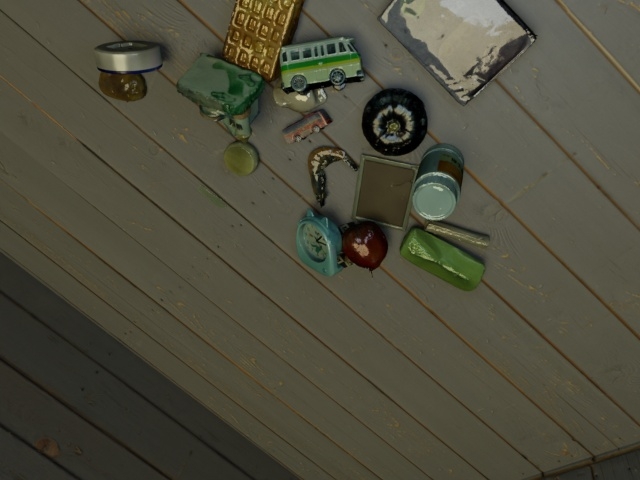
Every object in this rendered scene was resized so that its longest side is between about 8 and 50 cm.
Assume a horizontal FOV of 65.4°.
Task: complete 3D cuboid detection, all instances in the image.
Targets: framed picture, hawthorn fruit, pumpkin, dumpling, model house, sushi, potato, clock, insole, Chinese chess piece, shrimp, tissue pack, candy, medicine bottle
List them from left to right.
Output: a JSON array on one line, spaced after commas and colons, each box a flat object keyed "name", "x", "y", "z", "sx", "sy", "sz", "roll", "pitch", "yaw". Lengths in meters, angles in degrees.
[{"name": "potato", "x": -0.803, "y": -0.619, "z": 1.993, "sx": 0.200, "sy": 0.081, "sz": 0.164, "roll": 11, "pitch": 126, "yaw": 15}, {"name": "clock", "x": -0.703, "y": -0.674, "z": 1.827, "sx": 0.230, "sy": 0.230, "sz": 0.083, "roll": 9, "pitch": 121, "yaw": 14}, {"name": "insole", "x": -0.482, "y": -0.191, "z": 2.209, "sx": 0.152, "sy": 0.002, "sz": 0.053, "roll": 41, "pitch": 126, "yaw": -10}, {"name": "model house", "x": -0.349, "y": -0.471, "z": 1.839, "sx": 0.267, "sy": 0.194, "sz": 0.325, "roll": 24, "pitch": 154, "yaw": 10}, {"name": "Chinese chess piece", "x": -0.321, "y": -0.334, "z": 2.026, "sx": 0.144, "sy": 0.058, "sz": 0.144, "roll": 9, "pitch": 126, "yaw": 13}, {"name": "dumpling", "x": -0.076, "y": -0.537, "z": 1.792, "sx": 0.176, "sy": 0.092, "sz": 0.150, "roll": 4, "pitch": 109, "yaw": 21}, {"name": "clock", "x": 0.000, "y": 0.000, "z": 2.067, "sx": 0.223, "sy": 0.094, "sz": 0.274, "roll": 30, "pitch": 132, "yaw": 37}, {"name": "shrimp", "x": 0.051, "y": -0.242, "z": 1.961, "sx": 0.198, "sy": 0.051, "sz": 0.262, "roll": 4, "pitch": 120, "yaw": 16}, {"name": "sushi", "x": 0.103, "y": 0.035, "z": 2.131, "sx": 0.192, "sy": 0.040, "sz": 0.210, "roll": -15, "pitch": 116, "yaw": 27}, {"name": "hawthorn fruit", "x": 0.183, "y": 0.040, "z": 2.008, "sx": 0.181, "sy": 0.181, "sz": 0.235, "roll": -9, "pitch": 101, "yaw": 24}, {"name": "framed picture", "x": 0.250, "y": -0.184, "z": 1.950, "sx": 0.231, "sy": 0.018, "sz": 0.293, "roll": 14, "pitch": 126, "yaw": 10}, {"name": "pumpkin", "x": 0.254, "y": -0.402, "z": 1.713, "sx": 0.233, "sy": 0.163, "sz": 0.233, "roll": 5, "pitch": 116, "yaw": 11}, {"name": "medicine bottle", "x": 0.402, "y": -0.202, "z": 1.697, "sx": 0.158, "sy": 0.318, "sz": 0.158, "roll": 10, "pitch": 124, "yaw": 14}, {"name": "candy", "x": 0.482, "y": 0.078, "z": 1.983, "sx": 0.343, "sy": 0.132, "sz": 0.142, "roll": 29, "pitch": 169, "yaw": 2}, {"name": "tissue pack", "x": 0.411, "y": -0.652, "z": 1.518, "sx": 0.394, "sy": 0.124, "sz": 0.288, "roll": 42, "pitch": 126, "yaw": -10}]

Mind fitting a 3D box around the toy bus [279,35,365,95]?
[{"name": "toy bus", "x": 0.003, "y": -0.583, "z": 1.663, "sx": 0.276, "sy": 0.133, "sz": 0.165, "roll": -8, "pitch": 98, "yaw": 5}]

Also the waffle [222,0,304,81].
[{"name": "waffle", "x": -0.195, "y": -0.732, "z": 1.698, "sx": 0.224, "sy": 0.098, "sz": 0.328, "roll": 26, "pitch": 125, "yaw": 0}]

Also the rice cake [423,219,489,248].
[{"name": "rice cake", "x": 0.526, "y": -0.029, "z": 1.933, "sx": 0.256, "sy": 0.057, "sz": 0.052, "roll": 18, "pitch": 144, "yaw": 7}]

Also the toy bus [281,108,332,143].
[{"name": "toy bus", "x": -0.053, "y": -0.425, "z": 1.869, "sx": 0.192, "sy": 0.065, "sz": 0.077, "roll": -21, "pitch": 106, "yaw": 29}]
